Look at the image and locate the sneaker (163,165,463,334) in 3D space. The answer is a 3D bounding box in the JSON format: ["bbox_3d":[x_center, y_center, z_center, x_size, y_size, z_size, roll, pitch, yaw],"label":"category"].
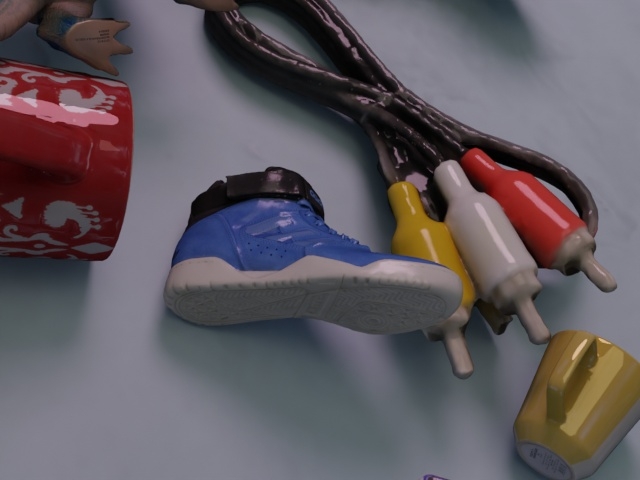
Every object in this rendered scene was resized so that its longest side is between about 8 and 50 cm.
[{"bbox_3d":[0.000,-0.001,0.776,0.152,0.058,0.085,-1,56,18],"label":"sneaker"}]

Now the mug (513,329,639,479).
[{"bbox_3d":[0.127,0.085,0.789,0.078,0.062,0.064,49,63,-25],"label":"mug"}]

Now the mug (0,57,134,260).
[{"bbox_3d":[-0.177,-0.035,0.721,0.169,0.113,0.150,6,22,-20],"label":"mug"}]

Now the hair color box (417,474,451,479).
[{"bbox_3d":[0.011,0.230,0.504,0.110,0.339,0.185,16,58,-8],"label":"hair color box"}]

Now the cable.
[{"bbox_3d":[0.054,-0.064,0.840,0.139,0.072,0.287,-27,73,-20],"label":"cable"}]

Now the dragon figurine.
[{"bbox_3d":[-0.139,-0.149,0.785,0.144,0.085,0.289,19,39,35],"label":"dragon figurine"}]
